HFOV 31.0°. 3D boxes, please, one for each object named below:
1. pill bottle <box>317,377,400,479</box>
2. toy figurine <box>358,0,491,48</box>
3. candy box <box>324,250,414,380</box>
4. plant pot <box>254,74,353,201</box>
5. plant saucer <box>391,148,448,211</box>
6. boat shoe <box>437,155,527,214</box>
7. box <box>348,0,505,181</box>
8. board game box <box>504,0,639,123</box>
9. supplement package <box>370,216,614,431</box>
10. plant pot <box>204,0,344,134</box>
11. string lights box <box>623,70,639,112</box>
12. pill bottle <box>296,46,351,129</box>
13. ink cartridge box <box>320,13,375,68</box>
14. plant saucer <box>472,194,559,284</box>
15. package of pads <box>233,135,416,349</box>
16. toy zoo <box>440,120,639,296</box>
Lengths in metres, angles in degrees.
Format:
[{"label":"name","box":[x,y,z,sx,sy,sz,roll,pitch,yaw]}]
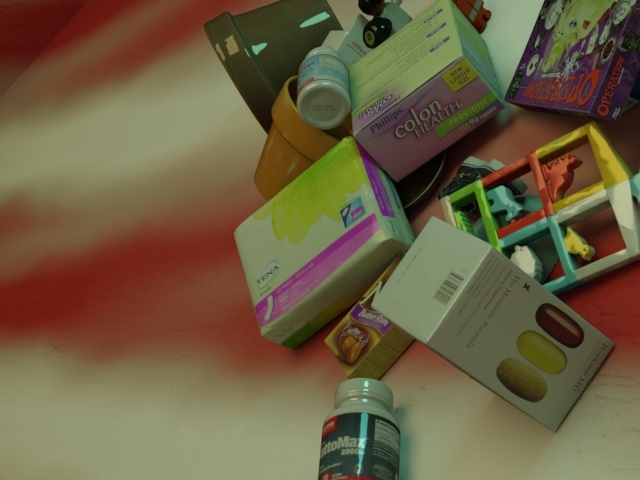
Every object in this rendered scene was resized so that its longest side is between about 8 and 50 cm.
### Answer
[{"label":"pill bottle","box":[0.053,0.282,1.558,0.108,0.108,0.180,-29,39,35]},{"label":"toy figurine","box":[0.170,-0.410,2.027,0.213,0.148,0.209,-40,34,23]},{"label":"candy box","box":[0.097,0.117,1.711,0.186,0.053,0.109,-48,31,7]},{"label":"plant pot","box":[-0.016,-0.150,2.001,0.188,0.205,0.205,-55,28,29]},{"label":"plant saucer","box":[0.147,-0.108,1.883,0.168,0.029,0.168,-33,37,29]},{"label":"boat shoe","box":[0.233,-0.070,1.677,0.083,0.065,0.183,-49,14,-3]},{"label":"box","box":[0.165,-0.248,1.864,0.214,0.117,0.243,-35,27,20]},{"label":"board game box","box":[0.361,-0.273,1.590,0.347,0.056,0.208,-136,63,-77]},{"label":"supplement package","box":[0.209,0.101,1.391,0.139,0.244,0.134,-56,31,-1]},{"label":"plant pot","box":[-0.063,-0.362,2.240,0.229,0.263,0.263,-30,35,3]},{"label":"string lights box","box":[0.459,-0.295,1.524,0.260,0.077,0.133,-43,28,55]},{"label":"pill bottle","box":[0.005,-0.255,1.894,0.087,0.087,0.160,-40,26,23]},{"label":"ink cartridge box","box":[0.045,-0.306,2.126,0.067,0.115,0.198,14,71,57]},{"label":"plant saucer","box":[0.252,0.011,1.621,0.195,0.037,0.195,-34,37,31]},{"label":"package of pads","box":[0.000,0.000,1.857,0.296,0.101,0.229,-39,49,26]},{"label":"toy zoo","box":[0.305,-0.028,1.515,0.293,0.030,0.192,-28,64,31]}]
